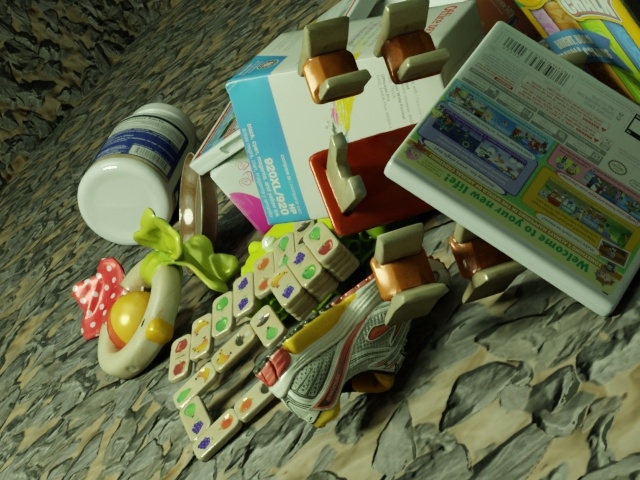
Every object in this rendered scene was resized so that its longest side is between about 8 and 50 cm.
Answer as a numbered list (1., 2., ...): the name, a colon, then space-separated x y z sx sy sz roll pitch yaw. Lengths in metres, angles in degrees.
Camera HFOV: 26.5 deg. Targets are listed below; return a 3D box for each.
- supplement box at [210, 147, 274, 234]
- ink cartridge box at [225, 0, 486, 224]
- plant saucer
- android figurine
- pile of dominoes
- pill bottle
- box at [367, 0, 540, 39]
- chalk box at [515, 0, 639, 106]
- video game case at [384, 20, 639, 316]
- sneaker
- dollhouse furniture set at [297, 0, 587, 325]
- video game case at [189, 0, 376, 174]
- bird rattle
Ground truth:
1. supplement box: -0.032 -0.127 1.810 0.220 0.111 0.114 -39 18 4
2. ink cartridge box: 0.056 -0.134 1.427 0.232 0.168 0.171 -6 22 24
3. plant saucer: -0.166 -0.036 1.858 0.029 0.168 0.168 1 10 -16
4. android figurine: 0.000 0.000 1.555 0.248 0.056 0.273 -46 21 -14
5. pile of dominoes: -0.072 0.083 1.417 0.251 0.040 0.196 -44 34 4
6. pill bottle: -0.289 -0.117 2.221 0.153 0.153 0.265 -32 20 24
7. box: 0.160 -0.265 1.685 0.170 0.130 0.091 -35 49 16
8. chalk box: 0.284 -0.247 1.190 0.180 0.289 0.179 -44 19 -10
9. video game case: 0.189 -0.065 1.120 0.193 0.212 0.023 -52 -9 -31
10. sneaker: 0.043 0.091 1.240 0.225 0.093 0.088 -35 -7 -33
11. dollhouse furniture set: 0.122 -0.076 1.226 0.259 0.262 0.135 -16 -15 -11
12. video game case: -0.047 -0.205 1.729 0.285 0.025 0.204 -27 28 51
13. bird rattle: -0.239 0.080 1.739 0.253 0.143 0.207 -32 37 33
